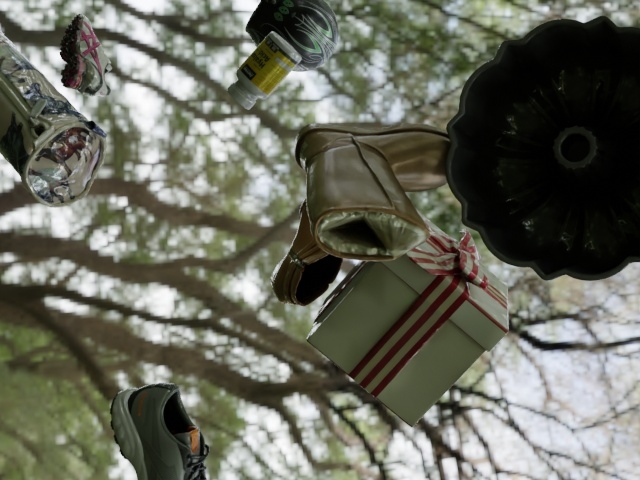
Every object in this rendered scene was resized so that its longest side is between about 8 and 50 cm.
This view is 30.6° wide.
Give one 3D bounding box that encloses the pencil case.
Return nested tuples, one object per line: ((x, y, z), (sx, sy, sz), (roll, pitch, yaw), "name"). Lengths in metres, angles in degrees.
((-0.525, -0.241, 1.958), (0.410, 0.160, 0.183), (44, -25, 27), "pencil case")

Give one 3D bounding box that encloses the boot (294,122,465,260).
((0.087, -0.056, 1.401), (0.269, 0.236, 0.089), (-109, -159, -64), "boot")

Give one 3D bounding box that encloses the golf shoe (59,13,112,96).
((-0.413, -0.322, 2.067), (0.067, 0.086, 0.186), (-42, -137, 34), "golf shoe")

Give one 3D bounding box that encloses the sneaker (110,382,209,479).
((-0.199, 0.326, 1.632), (0.108, 0.100, 0.271), (-22, -89, 24), "sneaker")

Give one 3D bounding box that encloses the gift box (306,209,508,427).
((0.138, 0.093, 1.843), (0.258, 0.276, 0.255), (-48, -171, 17), "gift box")

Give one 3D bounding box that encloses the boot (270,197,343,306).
((0.000, 0.000, 2.260), (0.283, 0.109, 0.220), (-53, -167, -4), "boot")

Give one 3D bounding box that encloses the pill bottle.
((-0.089, -0.260, 1.810), (0.116, 0.065, 0.065), (-47, -140, 11), "pill bottle")

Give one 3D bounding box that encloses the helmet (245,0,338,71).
((-0.045, -0.402, 2.231), (0.169, 0.162, 0.169), (-53, -179, 1), "helmet")

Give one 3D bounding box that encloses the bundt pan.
((0.329, -0.107, 1.472), (0.331, 0.124, 0.330), (-2, -96, 21), "bundt pan")
